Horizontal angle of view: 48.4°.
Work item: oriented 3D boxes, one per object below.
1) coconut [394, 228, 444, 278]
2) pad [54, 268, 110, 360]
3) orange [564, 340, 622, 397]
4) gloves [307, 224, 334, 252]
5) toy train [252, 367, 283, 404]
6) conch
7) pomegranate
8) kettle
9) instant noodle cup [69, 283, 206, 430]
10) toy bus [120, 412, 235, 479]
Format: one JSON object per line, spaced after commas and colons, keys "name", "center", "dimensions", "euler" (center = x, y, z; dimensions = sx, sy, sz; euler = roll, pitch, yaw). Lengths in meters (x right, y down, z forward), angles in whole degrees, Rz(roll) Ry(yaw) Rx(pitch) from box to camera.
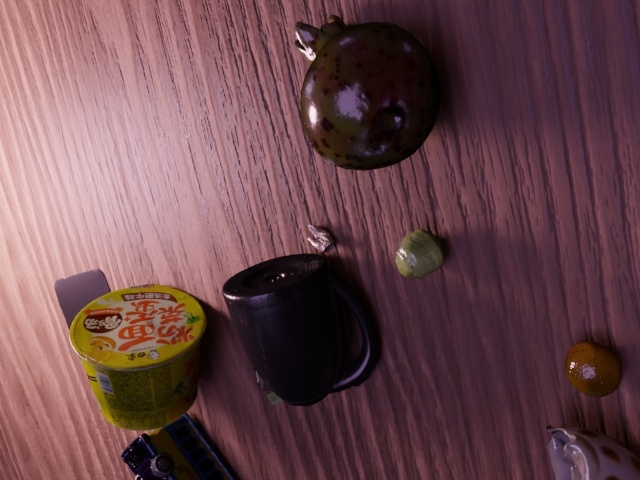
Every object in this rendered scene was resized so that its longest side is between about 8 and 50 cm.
{"name": "coconut", "center": [0.178, 0.023, 1.260], "dimensions": [0.088, 0.096, 0.088], "euler": [46, 158, 25]}
{"name": "pad", "center": [-0.672, 0.220, 1.942], "dimensions": [0.323, 0.055, 0.250], "euler": [-12, 98, 37]}
{"name": "orange", "center": [0.437, 0.208, 1.140], "dimensions": [0.085, 0.085, 0.095], "euler": [-20, 115, 38]}
{"name": "gloves", "center": [0.001, 0.000, 1.403], "dimensions": [0.044, 0.037, 0.081], "euler": [-38, 70, 12]}
{"name": "toy train", "center": [-0.098, 0.306, 1.574], "dimensions": [0.081, 0.050, 0.122], "euler": [-31, 88, 45]}
{"name": "conch", "center": [0.465, 0.425, 1.153], "dimensions": [0.149, 0.183, 0.275], "euler": [-8, 110, 5]}
{"name": "pomegranate", "center": [0.053, -0.244, 1.183], "dimensions": [0.306, 0.242, 0.242], "euler": [31, 124, 47]}
{"name": "kettle", "center": [-0.025, 0.186, 1.403], "dimensions": [0.268, 0.207, 0.290], "euler": [-14, 105, 10]}
{"name": "instant noodle cup", "center": [-0.409, 0.275, 1.647], "dimensions": [0.311, 0.311, 0.221], "euler": [21, 126, 28]}
{"name": "toy bus", "center": [-0.339, 0.587, 1.757], "dimensions": [0.287, 0.175, 0.138], "euler": [52, 127, 10]}
